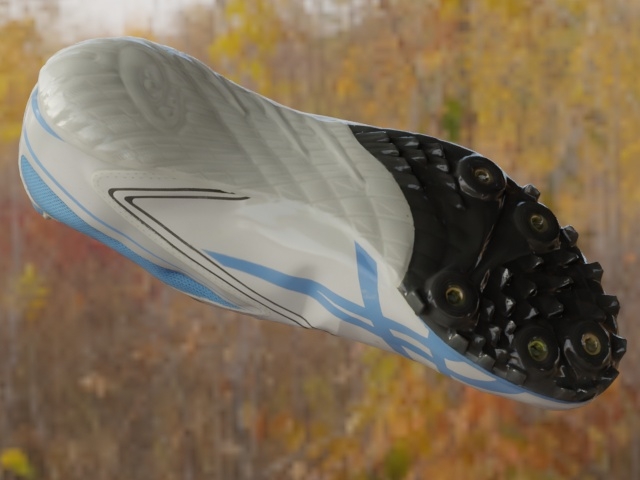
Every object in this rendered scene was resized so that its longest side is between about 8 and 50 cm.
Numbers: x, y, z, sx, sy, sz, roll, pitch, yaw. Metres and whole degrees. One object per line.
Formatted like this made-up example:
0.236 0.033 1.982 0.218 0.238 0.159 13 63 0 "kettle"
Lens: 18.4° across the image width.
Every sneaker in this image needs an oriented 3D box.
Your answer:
0.000 0.000 0.732 0.237 0.085 0.086 25 -35 5 "sneaker"
